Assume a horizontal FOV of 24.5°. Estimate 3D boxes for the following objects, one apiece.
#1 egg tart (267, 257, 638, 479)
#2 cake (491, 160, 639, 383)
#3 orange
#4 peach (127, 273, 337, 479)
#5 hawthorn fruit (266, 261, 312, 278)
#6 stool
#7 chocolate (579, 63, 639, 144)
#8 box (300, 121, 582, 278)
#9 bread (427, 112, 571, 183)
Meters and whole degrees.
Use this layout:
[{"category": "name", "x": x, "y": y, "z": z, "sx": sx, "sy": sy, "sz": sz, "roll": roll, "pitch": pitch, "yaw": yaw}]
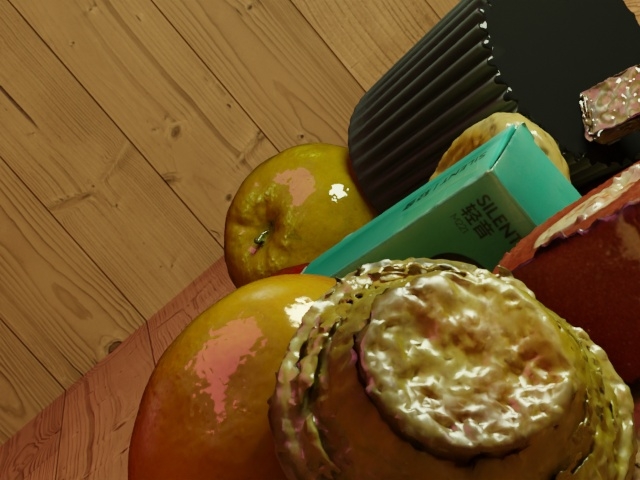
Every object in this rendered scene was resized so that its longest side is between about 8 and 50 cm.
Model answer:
[{"category": "egg tart", "x": 0.104, "y": 0.119, "z": 1.116, "sx": 0.294, "sy": 0.294, "sz": 0.123, "roll": -46, "pitch": -19, "yaw": -28}, {"category": "cake", "x": 0.291, "y": 0.013, "z": 1.273, "sx": 0.283, "sy": 0.151, "sz": 0.177, "roll": -34, "pitch": 0, "yaw": 31}, {"category": "orange", "x": 0.000, "y": 0.000, "z": 2.067, "sx": 0.235, "sy": 0.279, "sz": 0.279, "roll": 8, "pitch": -31, "yaw": -45}, {"category": "peach", "x": -0.038, "y": 0.190, "z": 1.296, "sx": 0.308, "sy": 0.289, "sz": 0.289, "roll": -43, "pitch": 10, "yaw": 0}, {"category": "hawthorn fruit", "x": 0.021, "y": 0.112, "z": 1.808, "sx": 0.251, "sy": 0.189, "sz": 0.189, "roll": -18, "pitch": 15, "yaw": 13}, {"category": "stool", "x": 0.226, "y": -0.165, "z": 1.907, "sx": 0.330, "sy": 0.297, "sz": 0.297, "roll": -35, "pitch": 11, "yaw": 51}, {"category": "chocolate", "x": 0.450, "y": -0.197, "z": 1.667, "sx": 0.329, "sy": 0.065, "sz": 0.102, "roll": -24, "pitch": 52, "yaw": 25}, {"category": "box", "x": 0.135, "y": 0.051, "z": 1.503, "sx": 0.311, "sy": 0.205, "sz": 0.118, "roll": -34, "pitch": 14, "yaw": 31}, {"category": "bread", "x": 0.203, "y": -0.022, "z": 1.663, "sx": 0.244, "sy": 0.134, "sz": 0.244, "roll": -49, "pitch": 28, "yaw": 38}]
